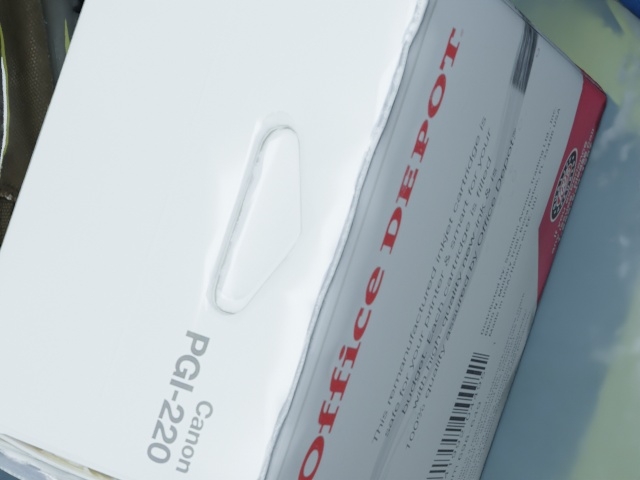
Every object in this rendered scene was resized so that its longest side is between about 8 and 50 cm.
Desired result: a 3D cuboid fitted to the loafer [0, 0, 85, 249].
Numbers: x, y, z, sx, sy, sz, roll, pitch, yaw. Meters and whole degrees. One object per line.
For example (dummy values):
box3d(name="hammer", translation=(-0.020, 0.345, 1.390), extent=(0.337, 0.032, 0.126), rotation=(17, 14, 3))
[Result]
box3d(name="loafer", translation=(-0.097, -0.020, 0.681), extent=(0.078, 0.080, 0.220), rotation=(-12, 82, 15))

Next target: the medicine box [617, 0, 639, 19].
box3d(name="medicine box", translation=(0.082, -0.252, 0.614), extent=(0.289, 0.149, 0.263), rotation=(40, 97, 17))

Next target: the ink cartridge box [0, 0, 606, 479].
box3d(name="ink cartridge box", translation=(0.000, 0.000, 0.578), extent=(0.092, 0.218, 0.159), rotation=(19, 90, 18))
